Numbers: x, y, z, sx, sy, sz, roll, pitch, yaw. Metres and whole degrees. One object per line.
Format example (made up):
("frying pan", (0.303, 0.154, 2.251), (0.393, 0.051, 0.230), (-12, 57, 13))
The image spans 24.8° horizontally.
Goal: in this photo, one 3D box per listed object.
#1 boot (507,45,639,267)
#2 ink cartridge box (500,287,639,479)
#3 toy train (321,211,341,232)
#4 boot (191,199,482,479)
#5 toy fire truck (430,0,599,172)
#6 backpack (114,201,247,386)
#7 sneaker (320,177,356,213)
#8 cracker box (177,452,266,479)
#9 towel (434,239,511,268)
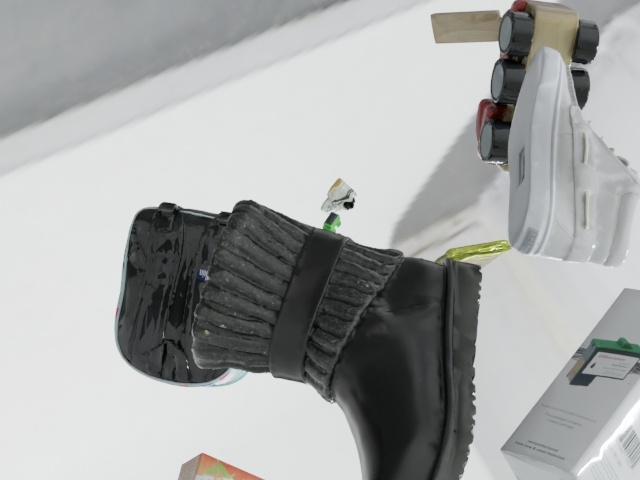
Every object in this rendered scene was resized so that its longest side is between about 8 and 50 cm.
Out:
("boot", (0.265, -0.083, 1.505), (0.123, 0.258, 0.095), (14, 148, -8))
("ink cartridge box", (0.290, 0.177, 1.371), (0.092, 0.160, 0.219), (13, -128, 47))
("toy train", (0.000, 0.000, 1.798), (0.083, 0.017, 0.024), (-56, 156, -22))
("boot", (0.003, 0.128, 1.337), (0.260, 0.348, 0.131), (14, 136, -4))
("toy fire truck", (0.242, -0.220, 1.936), (0.158, 0.217, 0.246), (4, -162, -11))
("backpack", (-0.180, 0.088, 2.124), (0.225, 0.253, 0.191), (9, 173, 14))
("sneaker", (0.025, -0.048, 1.875), (0.032, 0.037, 0.083), (-52, 174, -20))
("cracker box", (-0.130, 0.415, 1.900), (0.067, 0.155, 0.232), (-37, -148, 49))
("towel", (0.149, 0.064, 1.887), (0.102, 0.021, 0.237), (-8, 158, -32))
